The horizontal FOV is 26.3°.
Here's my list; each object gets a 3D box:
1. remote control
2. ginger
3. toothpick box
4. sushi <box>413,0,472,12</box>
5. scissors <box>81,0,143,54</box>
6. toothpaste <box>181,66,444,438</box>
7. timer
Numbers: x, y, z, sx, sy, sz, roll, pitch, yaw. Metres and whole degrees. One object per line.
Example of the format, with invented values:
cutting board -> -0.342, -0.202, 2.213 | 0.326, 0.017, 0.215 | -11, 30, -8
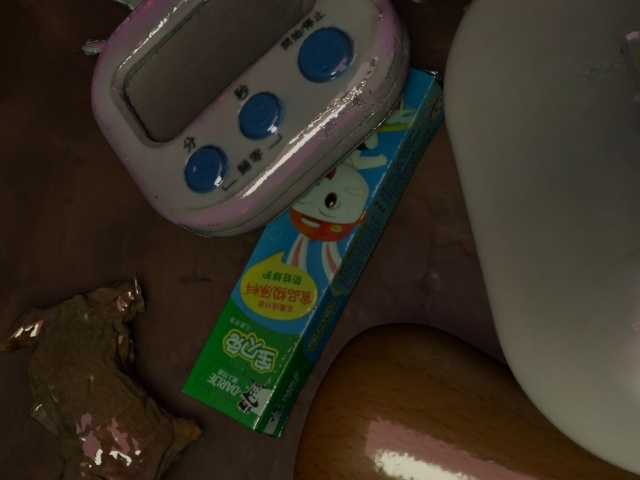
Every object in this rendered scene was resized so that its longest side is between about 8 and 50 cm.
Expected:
remote control -> 0.185, -0.035, 0.714 | 0.221, 0.103, 0.332 | -14, 67, 7
ginger -> -0.134, 0.168, 0.920 | 0.122, 0.084, 0.290 | -13, 70, -11
toothpick box -> 0.143, 0.153, 0.790 | 0.294, 0.192, 0.192 | 16, 82, 24
sushi -> 0.160, -0.334, 0.892 | 0.417, 0.176, 0.417 | -2, 80, 14
scissors -> -0.083, -0.150, 0.999 | 0.187, 0.020, 0.133 | 11, 78, 15
toothpaste -> 0.000, 0.000, 0.927 | 0.065, 0.050, 0.266 | 26, 85, 20
timer -> -0.048, -0.112, 0.917 | 0.208, 0.069, 0.191 | -42, 59, 10
